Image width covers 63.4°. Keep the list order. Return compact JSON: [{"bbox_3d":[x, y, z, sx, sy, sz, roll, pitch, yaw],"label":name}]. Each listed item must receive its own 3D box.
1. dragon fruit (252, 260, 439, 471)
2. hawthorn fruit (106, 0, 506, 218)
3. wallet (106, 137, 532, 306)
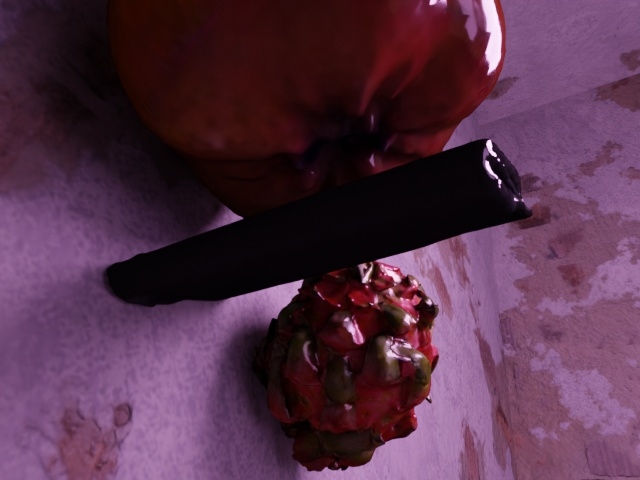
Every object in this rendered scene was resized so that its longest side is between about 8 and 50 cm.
[{"bbox_3d":[0.040,0.171,0.729,0.237,0.231,0.303,15,105,-59],"label":"dragon fruit"},{"bbox_3d":[-0.034,-0.261,0.636,0.471,0.471,0.473,38,44,-50],"label":"hawthorn fruit"},{"bbox_3d":[0.000,0.001,0.549,0.228,0.405,0.062,4,71,-62],"label":"wallet"}]
